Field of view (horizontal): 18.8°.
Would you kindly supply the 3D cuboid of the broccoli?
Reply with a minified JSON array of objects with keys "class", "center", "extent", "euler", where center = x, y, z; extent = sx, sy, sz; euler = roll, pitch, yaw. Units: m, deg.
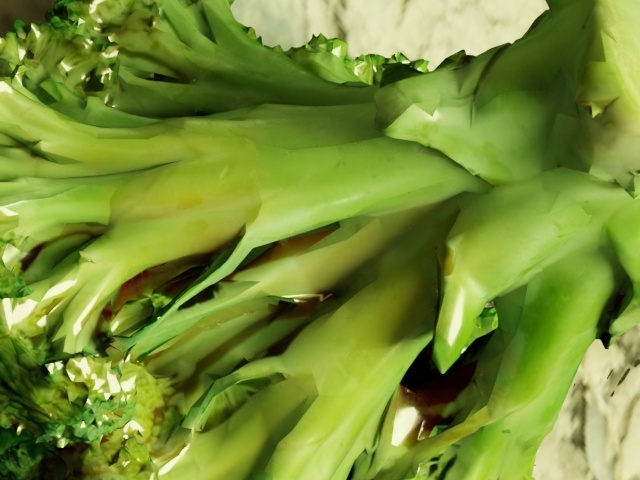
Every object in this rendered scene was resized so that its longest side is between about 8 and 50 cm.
[{"class":"broccoli","center":[0.000,0.000,0.600],"extent":[0.269,0.269,0.254],"euler":[0,66,-41]}]
